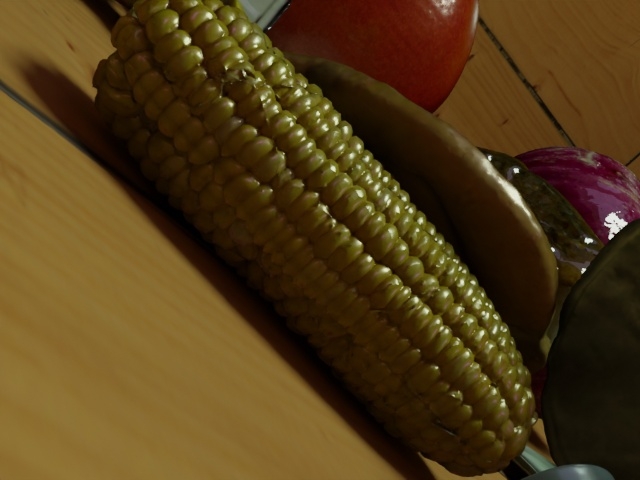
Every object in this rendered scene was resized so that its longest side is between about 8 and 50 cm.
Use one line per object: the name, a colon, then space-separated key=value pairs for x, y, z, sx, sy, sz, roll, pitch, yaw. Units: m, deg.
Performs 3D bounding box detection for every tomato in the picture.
tomato: x=0.001 y=-0.212 z=0.964 sx=0.299 sy=0.226 sz=0.298 roll=17 pitch=-29 yaw=10

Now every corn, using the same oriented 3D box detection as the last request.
corn: x=0.000 y=0.000 z=0.482 sx=0.291 sy=0.101 sz=0.101 roll=51 pitch=7 yaw=-5

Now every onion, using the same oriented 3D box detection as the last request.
onion: x=0.237 y=0.044 z=0.976 sx=0.230 sy=0.272 sz=0.256 roll=50 pitch=16 yaw=-56

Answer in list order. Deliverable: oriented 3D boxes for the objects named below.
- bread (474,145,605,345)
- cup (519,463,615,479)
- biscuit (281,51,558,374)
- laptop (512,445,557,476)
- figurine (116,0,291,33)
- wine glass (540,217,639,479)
bread: x=0.119 y=-0.001 z=0.795 sx=0.192 sy=0.109 sz=0.210 roll=0 pitch=35 yaw=-28
cup: x=0.092 y=0.143 z=0.355 sx=0.100 sy=0.078 sz=0.077 roll=84 pitch=-16 yaw=-45
biscuit: x=0.025 y=-0.012 z=0.561 sx=0.260 sy=0.041 sz=0.203 roll=42 pitch=-27 yaw=5
laptop: x=0.252 y=0.234 z=0.716 sx=0.269 sy=0.015 sz=0.187 roll=35 pitch=1 yaw=-20
figurine: x=-0.148 y=-0.258 z=0.762 sx=0.308 sy=0.143 sz=0.308 roll=33 pitch=-28 yaw=20
wine glass: x=0.286 y=0.102 z=0.641 sx=0.267 sy=0.267 sz=0.406 roll=51 pitch=11 yaw=24
